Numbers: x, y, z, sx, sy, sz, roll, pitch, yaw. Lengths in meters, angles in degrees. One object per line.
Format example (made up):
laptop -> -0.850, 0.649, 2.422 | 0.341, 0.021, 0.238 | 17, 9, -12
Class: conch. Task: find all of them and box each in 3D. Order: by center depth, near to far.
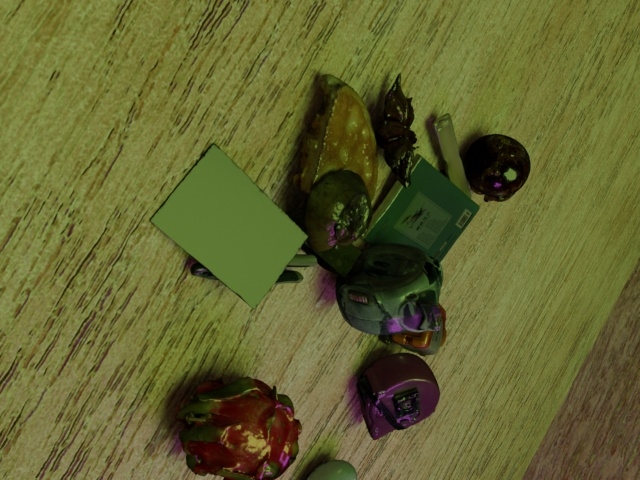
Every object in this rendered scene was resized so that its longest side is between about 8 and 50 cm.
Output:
conch -> 0.014, 0.715, 1.973 | 0.221, 0.121, 0.185 | -52, 143, -5

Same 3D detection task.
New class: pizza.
pizza -> 0.063, -0.217, 1.589 | 0.268, 0.087, 0.257 | 10, 100, -50

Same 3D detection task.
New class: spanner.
spanner -> -0.143, 0.062, 1.510 | 0.325, 0.040, 0.095 | 2, 136, -46

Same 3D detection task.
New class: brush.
brush -> 0.359, -0.219, 1.938 | 0.060, 0.050, 0.321 | -37, 135, -11

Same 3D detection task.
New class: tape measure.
tape measure -> 0.172, 0.112, 1.726 | 0.256, 0.275, 0.147 | -64, 148, -54
tape measure -> 0.225, 0.447, 2.006 | 0.232, 0.149, 0.245 | -19, 127, -2

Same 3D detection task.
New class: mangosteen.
mangosteen -> 0.500, -0.196, 2.019 | 0.192, 0.192, 0.217 | -35, 154, -32

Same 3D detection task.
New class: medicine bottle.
medicine bottle -> 0.295, 0.250, 2.031 | 0.222, 0.112, 0.149 | 41, 60, -61

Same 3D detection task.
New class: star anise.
star anise -> 0.168, -0.258, 1.672 | 0.272, 0.103, 0.272 | -4, 90, -68

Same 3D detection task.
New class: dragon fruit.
dragon fruit -> -0.180, 0.416, 1.536 | 0.303, 0.237, 0.231 | 20, 72, -40

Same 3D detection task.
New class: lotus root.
lotus root -> 0.054, -0.052, 1.534 | 0.183, 0.078, 0.203 | -41, 139, -20

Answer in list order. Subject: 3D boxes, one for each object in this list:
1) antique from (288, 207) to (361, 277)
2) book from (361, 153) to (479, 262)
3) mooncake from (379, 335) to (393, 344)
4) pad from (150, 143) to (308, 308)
antique -> 0.000, 0.000, 1.630 | 0.080, 0.081, 0.221 | -58, 140, -10
book -> 0.282, -0.055, 1.915 | 0.264, 0.031, 0.379 | -55, 140, 5
mooncake -> 0.218, 0.397, 2.099 | 0.150, 0.057, 0.347 | -39, 129, -10
pad -> -0.174, -0.023, 1.415 | 0.300, 0.005, 0.202 | 44, 75, -30
